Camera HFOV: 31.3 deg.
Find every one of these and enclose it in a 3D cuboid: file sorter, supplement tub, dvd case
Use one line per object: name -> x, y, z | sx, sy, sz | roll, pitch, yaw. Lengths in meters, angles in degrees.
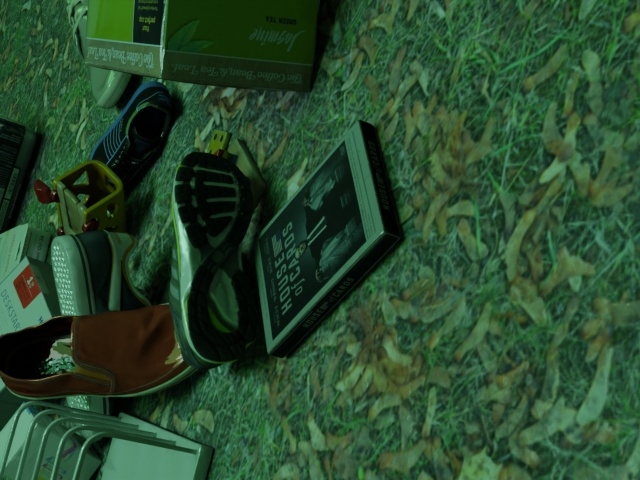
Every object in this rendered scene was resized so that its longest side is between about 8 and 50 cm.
file sorter -> -0.297, 0.327, 1.493 | 0.277, 0.173, 0.193 | 3, 77, 58
supplement tub -> -0.744, -0.106, 2.412 | 0.207, 0.207, 0.338 | 14, 86, 59
dvd case -> 0.000, 0.000, 1.330 | 0.239, 0.029, 0.179 | -47, 38, 35

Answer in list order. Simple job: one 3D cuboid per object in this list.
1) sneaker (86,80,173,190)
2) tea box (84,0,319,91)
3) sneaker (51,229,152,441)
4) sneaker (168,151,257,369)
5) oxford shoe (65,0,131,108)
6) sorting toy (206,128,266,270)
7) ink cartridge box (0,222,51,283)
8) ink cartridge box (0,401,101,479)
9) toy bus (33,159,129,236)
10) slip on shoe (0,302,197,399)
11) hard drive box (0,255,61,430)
sneaker -> -0.314, -0.150, 1.864 | 0.232, 0.081, 0.090 | -58, 26, 19
tea box -> -0.164, -0.377, 1.544 | 0.329, 0.219, 0.324 | 23, 109, 59
sneaker -> -0.312, 0.141, 1.684 | 0.126, 0.127, 0.321 | 25, 121, 52
sneaker -> -0.152, 0.026, 1.445 | 0.121, 0.111, 0.300 | -43, 43, 54
oxford shoe -> -0.418, -0.423, 2.137 | 0.169, 0.130, 0.449 | -43, 42, 37
sorting toy -> -0.143, -0.066, 1.579 | 0.132, 0.046, 0.274 | -58, 33, 21
ink cartridge box -> -0.583, 0.039, 2.212 | 0.198, 0.067, 0.115 | -14, 63, 57
ink cartridge box -> -0.406, 0.326, 1.714 | 0.090, 0.143, 0.092 | -54, 31, -4
toy bus -> -0.365, -0.035, 1.860 | 0.104, 0.191, 0.202 | -35, 19, -27
slip on shoe -> -0.293, 0.146, 1.530 | 0.331, 0.101, 0.123 | -10, 64, 15
hard drive box -> -0.506, 0.173, 1.906 | 0.232, 0.089, 0.181 | -45, 52, 14
